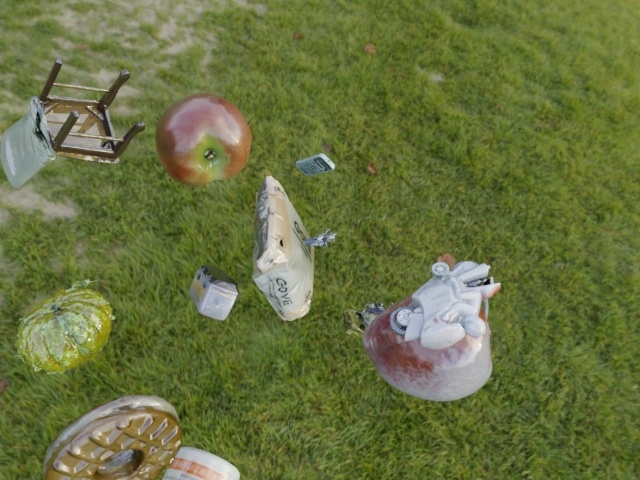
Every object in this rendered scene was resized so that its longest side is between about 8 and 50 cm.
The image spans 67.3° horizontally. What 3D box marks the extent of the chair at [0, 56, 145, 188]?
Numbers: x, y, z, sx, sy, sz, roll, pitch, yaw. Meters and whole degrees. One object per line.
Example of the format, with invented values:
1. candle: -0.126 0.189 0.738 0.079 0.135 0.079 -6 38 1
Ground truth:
1. chair: -0.550 -0.239 1.059 0.186 0.319 0.160 -8 74 -51

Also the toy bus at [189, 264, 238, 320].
1. toy bus: -0.192 0.090 0.852 0.057 0.172 0.072 23 88 -22

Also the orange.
1. orange: -0.818 0.297 1.571 0.300 0.223 0.301 -28 32 -9

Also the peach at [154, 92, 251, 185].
1. peach: -0.310 -0.268 1.267 0.252 0.252 0.253 5 56 -7

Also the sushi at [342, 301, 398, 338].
1. sushi: 0.226 0.300 1.726 0.290 0.131 0.139 5 28 -3

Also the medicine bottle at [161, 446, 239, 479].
1. medicine bottle: -0.388 0.792 1.329 0.211 0.211 0.372 20 52 4

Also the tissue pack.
1. tissue pack: -0.137 0.034 1.594 0.195 0.376 0.390 -11 47 8

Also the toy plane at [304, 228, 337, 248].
1. toy plane: 0.000 0.000 1.189 0.083 0.079 0.031 -17 60 -17

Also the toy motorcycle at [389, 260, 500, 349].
1. toy motorcycle: 0.283 0.147 1.035 0.260 0.110 0.171 -33 49 -18

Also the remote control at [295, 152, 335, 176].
1. remote control: -0.014 -0.185 1.185 0.053 0.124 0.018 44 66 -25

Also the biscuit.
1. biscuit: -0.494 0.513 1.169 0.332 0.332 0.103 -24 44 -24

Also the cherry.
1. cherry: 0.304 0.281 1.294 0.326 0.335 0.291 37 32 -35
